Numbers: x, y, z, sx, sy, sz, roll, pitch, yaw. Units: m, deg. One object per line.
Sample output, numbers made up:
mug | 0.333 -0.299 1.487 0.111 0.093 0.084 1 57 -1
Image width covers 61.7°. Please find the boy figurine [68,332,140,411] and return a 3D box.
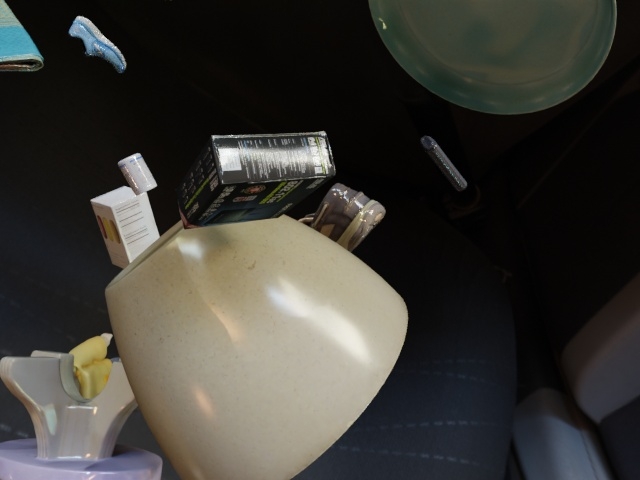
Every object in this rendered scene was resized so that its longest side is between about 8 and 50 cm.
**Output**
boy figurine | -0.400 0.252 0.955 0.092 0.177 0.285 -3 163 11

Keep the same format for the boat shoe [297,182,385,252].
boat shoe | 0.000 0.000 1.140 0.130 0.132 0.355 45 134 4

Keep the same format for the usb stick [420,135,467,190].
usb stick | 0.408 -0.250 1.766 0.045 0.077 0.278 -37 138 17

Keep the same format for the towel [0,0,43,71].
towel | -0.833 -0.492 1.217 0.271 0.370 0.040 -21 149 -38

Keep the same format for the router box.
router box | -0.057 -0.046 0.435 0.092 0.122 0.038 -9 81 -28

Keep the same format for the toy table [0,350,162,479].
toy table | -0.336 0.244 0.753 0.274 0.252 0.161 1 79 18

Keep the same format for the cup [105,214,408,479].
cup | -0.102 0.086 0.623 0.331 0.331 0.237 -36 105 15

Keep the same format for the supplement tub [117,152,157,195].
supplement tub | -0.527 -0.190 1.543 0.071 0.071 0.107 -23 105 9

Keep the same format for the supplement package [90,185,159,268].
supplement package | -0.643 -0.040 1.798 0.139 0.134 0.244 14 125 38

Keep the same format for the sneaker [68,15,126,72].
sneaker | -0.570 -0.485 1.364 0.162 0.063 0.073 44 75 -35

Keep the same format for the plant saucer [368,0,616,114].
plant saucer | 0.207 -0.293 0.678 0.317 0.317 0.043 45 67 -25
